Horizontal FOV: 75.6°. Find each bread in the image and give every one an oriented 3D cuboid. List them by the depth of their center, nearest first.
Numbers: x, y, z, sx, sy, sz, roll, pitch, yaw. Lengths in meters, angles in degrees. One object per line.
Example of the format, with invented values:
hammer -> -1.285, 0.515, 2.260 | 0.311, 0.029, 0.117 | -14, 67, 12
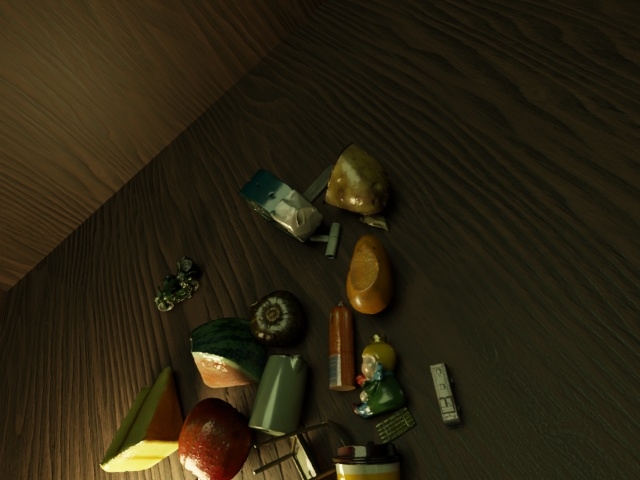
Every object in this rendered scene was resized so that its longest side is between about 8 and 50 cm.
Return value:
bread -> -0.708, 0.684, 1.645 | 0.233, 0.245, 0.362 | -36, 51, 11

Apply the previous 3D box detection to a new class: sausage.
sausage -> 0.072, 0.352, 1.425 | 0.093, 0.093, 0.312 | -18, 53, 24

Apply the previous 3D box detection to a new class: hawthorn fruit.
hawthorn fruit -> -0.371, 0.701, 1.384 | 0.254, 0.254, 0.300 | 12, 57, 39

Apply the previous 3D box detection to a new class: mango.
mango -> 0.175, 0.117, 1.438 | 0.159, 0.191, 0.290 | -8, 62, 22

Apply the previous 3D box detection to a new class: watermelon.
watermelon -> -0.359, 0.460, 1.566 | 0.250, 0.283, 0.293 | 15, 95, 65

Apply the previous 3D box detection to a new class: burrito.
burrito -> 0.218, -0.080, 1.642 | 0.149, 0.041, 0.055 | 20, 87, 37

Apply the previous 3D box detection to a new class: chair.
chair -> -0.047, 0.684, 1.254 | 0.272, 0.166, 0.188 | -12, 39, -27

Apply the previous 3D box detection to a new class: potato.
potato -> 0.174, -0.215, 1.642 | 0.237, 0.301, 0.289 | 29, 50, 12

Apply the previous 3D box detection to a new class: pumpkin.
pumpkin -> -0.163, 0.309, 1.579 | 0.219, 0.162, 0.219 | -2, 67, 6

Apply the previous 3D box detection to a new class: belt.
belt -> -0.175, -0.149, 1.775 | 0.436, 0.300, 0.173 | 28, 79, 47

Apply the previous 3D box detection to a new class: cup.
cup -> 0.135, 0.692, 1.105 | 0.196, 0.196, 0.280 | -16, 63, 25

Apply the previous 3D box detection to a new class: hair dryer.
hair dryer -> -0.003, 0.007, 1.742 | 0.183, 0.044, 0.155 | -9, 55, 36

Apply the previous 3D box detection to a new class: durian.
durian -> -0.245, 0.280, 1.689 | 0.140, 0.110, 0.071 | -22, 75, 23

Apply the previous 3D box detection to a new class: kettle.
kettle -> -0.150, 0.529, 1.426 | 0.240, 0.165, 0.255 | -34, 39, 52

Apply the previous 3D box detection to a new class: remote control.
remote control -> -0.006, -0.253, 1.921 | 0.245, 0.022, 0.077 | -48, 48, -1

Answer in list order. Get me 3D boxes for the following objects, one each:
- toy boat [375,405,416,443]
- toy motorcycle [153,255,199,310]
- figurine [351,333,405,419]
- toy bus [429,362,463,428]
toy boat -> 0.225, 0.553, 1.238 | 0.115, 0.016, 0.063 | -38, 47, 9
toy motorcycle -> -0.709, 0.208, 2.029 | 0.275, 0.127, 0.205 | -36, 50, 5
figurine -> 0.167, 0.425, 1.303 | 0.185, 0.127, 0.234 | -37, 55, 30
toy bus -> 0.359, 0.441, 1.183 | 0.057, 0.072, 0.172 | -19, 53, 18
